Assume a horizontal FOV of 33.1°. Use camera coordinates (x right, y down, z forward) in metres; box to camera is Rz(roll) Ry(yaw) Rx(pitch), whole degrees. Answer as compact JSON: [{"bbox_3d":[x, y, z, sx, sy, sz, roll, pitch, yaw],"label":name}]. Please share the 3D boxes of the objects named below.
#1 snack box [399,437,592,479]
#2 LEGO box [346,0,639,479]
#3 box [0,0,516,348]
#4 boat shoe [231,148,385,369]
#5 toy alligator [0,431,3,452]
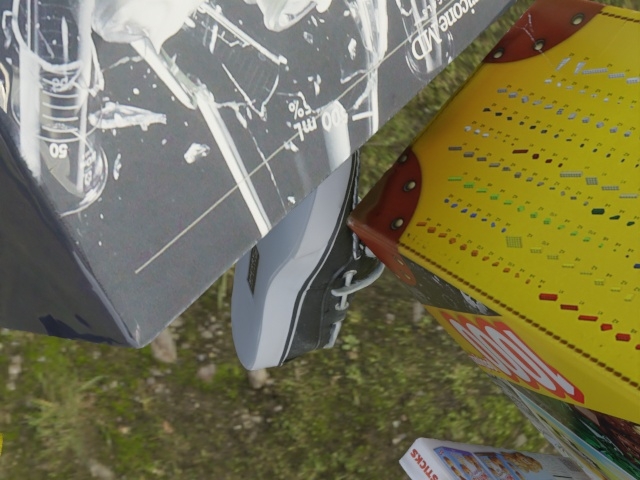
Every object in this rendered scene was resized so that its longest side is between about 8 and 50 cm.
[{"bbox_3d":[0.123,0.153,0.644,0.022,0.178,0.064,-54,49,16],"label":"snack box"},{"bbox_3d":[0.297,0.105,0.542,0.193,0.372,0.500,-48,36,-6],"label":"LEGO box"},{"bbox_3d":[-0.097,-0.176,0.549,0.179,0.343,0.312,3,128,45],"label":"box"},{"bbox_3d":[0.001,0.004,0.863,0.105,0.306,0.113,-7,50,-19],"label":"boat shoe"},{"bbox_3d":[-0.219,0.114,0.645,0.051,0.056,0.190,119,155,-45],"label":"toy alligator"}]
